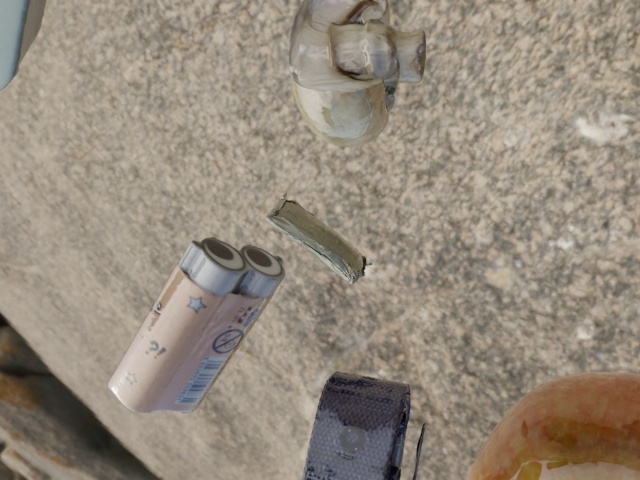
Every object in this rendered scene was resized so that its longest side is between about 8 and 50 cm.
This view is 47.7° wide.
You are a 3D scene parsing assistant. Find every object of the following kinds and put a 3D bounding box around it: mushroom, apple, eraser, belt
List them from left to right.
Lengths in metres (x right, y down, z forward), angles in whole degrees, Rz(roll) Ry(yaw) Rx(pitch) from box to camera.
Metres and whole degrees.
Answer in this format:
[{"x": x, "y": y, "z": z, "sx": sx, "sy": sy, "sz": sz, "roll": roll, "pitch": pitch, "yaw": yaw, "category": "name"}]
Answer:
[{"x": -0.184, "y": 0.137, "z": 1.105, "sx": 0.291, "sy": 0.171, "sz": 0.087, "roll": -56, "pitch": 48, "yaw": 23, "category": "eraser"}, {"x": 0.059, "y": -0.249, "z": 1.100, "sx": 0.195, "sy": 0.254, "sz": 0.189, "roll": 1, "pitch": 151, "yaw": 6, "category": "mushroom"}, {"x": 0.049, "y": 0.275, "z": 0.846, "sx": 0.126, "sy": 0.231, "sz": 0.139, "roll": 8, "pitch": 170, "yaw": 15, "category": "belt"}, {"x": 0.382, "y": 0.361, "z": 0.942, "sx": 0.391, "sy": 0.346, "sz": 0.392, "roll": 0, "pitch": 89, "yaw": 24, "category": "apple"}]

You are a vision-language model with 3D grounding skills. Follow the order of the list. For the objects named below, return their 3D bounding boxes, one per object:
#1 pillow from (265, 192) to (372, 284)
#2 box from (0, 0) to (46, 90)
[{"x": 0.000, "y": 0.000, "z": 1.278, "sx": 0.208, "sy": 0.119, "sz": 0.053, "roll": 38, "pitch": 105, "yaw": -2, "category": "pillow"}, {"x": -0.385, "y": -0.320, "z": 0.516, "sx": 0.395, "sy": 0.111, "sz": 0.396, "roll": 19, "pitch": 140, "yaw": -19, "category": "box"}]
